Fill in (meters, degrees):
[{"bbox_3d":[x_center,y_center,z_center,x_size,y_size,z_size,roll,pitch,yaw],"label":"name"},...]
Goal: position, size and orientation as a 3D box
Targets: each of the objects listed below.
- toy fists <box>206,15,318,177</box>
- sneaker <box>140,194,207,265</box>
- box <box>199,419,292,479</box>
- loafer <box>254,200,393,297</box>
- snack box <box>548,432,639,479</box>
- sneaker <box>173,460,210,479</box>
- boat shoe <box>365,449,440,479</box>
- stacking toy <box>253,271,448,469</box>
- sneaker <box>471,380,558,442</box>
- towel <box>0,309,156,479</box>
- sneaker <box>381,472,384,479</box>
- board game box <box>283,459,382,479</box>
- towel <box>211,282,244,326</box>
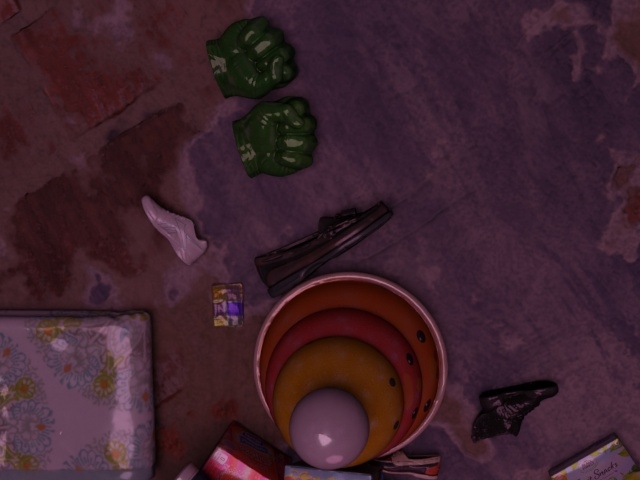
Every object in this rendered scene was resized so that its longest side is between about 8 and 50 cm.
[{"bbox_3d":[-0.094,-0.247,1.799,0.142,0.096,0.279,-17,96,7],"label":"toy fists"},{"bbox_3d":[-0.265,-0.028,1.877,0.061,0.053,0.152,-40,99,1],"label":"sneaker"},{"bbox_3d":[-0.194,0.504,1.902,0.142,0.154,0.300,33,100,0],"label":"box"},{"bbox_3d":[0.000,0.000,1.832,0.267,0.096,0.084,-35,88,12],"label":"loafer"},{"bbox_3d":[0.500,0.426,1.874,0.141,0.037,0.100,-34,93,10],"label":"snack box"},{"bbox_3d":[-0.235,0.517,1.786,0.163,0.086,0.226,40,99,1],"label":"sneaker"},{"bbox_3d":[0.152,0.405,1.902,0.137,0.049,0.043,8,97,2],"label":"boat shoe"},{"bbox_3d":[0.032,0.260,1.671,0.351,0.480,0.350,1,100,6],"label":"stacking toy"},{"bbox_3d":[0.349,0.310,1.867,0.170,0.051,0.089,-12,98,12],"label":"sneaker"},{"bbox_3d":[-0.494,0.290,1.930,0.375,0.090,0.320,0,100,6],"label":"towel"},{"bbox_3d":[0.068,0.461,1.919,0.209,0.069,0.082,16,70,11],"label":"sneaker"},{"bbox_3d":[0.021,0.450,1.744,0.144,0.275,0.142,5,81,8],"label":"board game box"},{"bbox_3d":[-0.171,0.119,1.908,0.060,0.009,0.083,1,99,5],"label":"towel"}]
